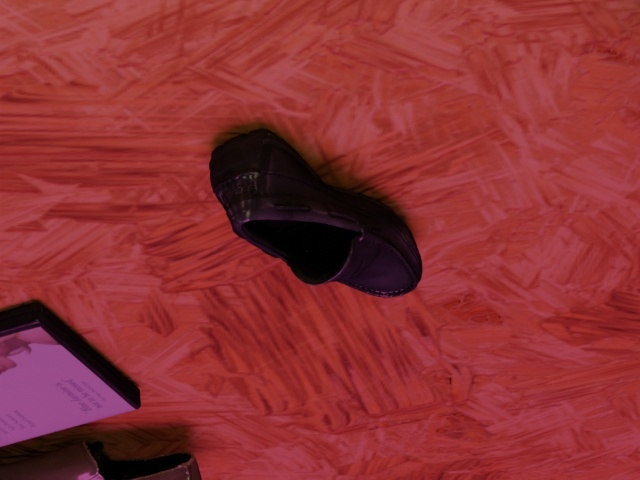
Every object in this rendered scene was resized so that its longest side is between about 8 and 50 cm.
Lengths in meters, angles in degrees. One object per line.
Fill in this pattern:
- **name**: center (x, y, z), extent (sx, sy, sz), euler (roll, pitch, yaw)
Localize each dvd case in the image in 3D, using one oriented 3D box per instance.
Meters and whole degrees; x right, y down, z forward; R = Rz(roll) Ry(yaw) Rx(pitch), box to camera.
- **dvd case**: center (-0.297, 0.127, 1.513), extent (0.253, 0.022, 0.180), euler (-16, 149, 15)

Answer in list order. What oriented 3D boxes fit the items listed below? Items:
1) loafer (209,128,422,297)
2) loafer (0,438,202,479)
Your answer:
- **loafer**: center (0.000, 0.000, 1.310), extent (0.076, 0.078, 0.223), euler (-24, 146, 26)
- **loafer**: center (-0.218, 0.209, 1.628), extent (0.251, 0.094, 0.087), euler (4, 105, -9)
